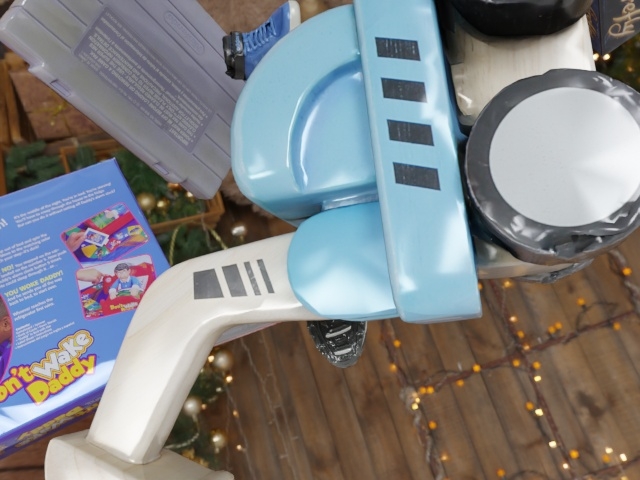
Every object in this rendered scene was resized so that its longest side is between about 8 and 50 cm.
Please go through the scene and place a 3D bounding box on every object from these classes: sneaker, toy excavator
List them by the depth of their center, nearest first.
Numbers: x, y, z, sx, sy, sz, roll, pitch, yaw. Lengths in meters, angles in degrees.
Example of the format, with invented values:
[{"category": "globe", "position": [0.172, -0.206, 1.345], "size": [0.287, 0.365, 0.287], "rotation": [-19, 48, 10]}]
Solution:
[{"category": "toy excavator", "position": [0.000, 0.000, 0.460], "size": [0.445, 0.433, 0.222], "rotation": [-8, 170, 16]}, {"category": "sneaker", "position": [-0.083, -0.256, 0.766], "size": [0.084, 0.058, 0.152], "rotation": [2, 162, -20]}, {"category": "sneaker", "position": [0.026, 0.097, 0.996], "size": [0.100, 0.272, 0.108], "rotation": [-19, 137, 6]}]

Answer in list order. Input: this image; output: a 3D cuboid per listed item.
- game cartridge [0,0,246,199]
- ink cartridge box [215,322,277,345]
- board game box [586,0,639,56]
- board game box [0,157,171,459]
[{"category": "game cartridge", "position": [-0.234, -0.241, 0.823], "size": [0.068, 0.230, 0.355], "rotation": [14, 159, 46]}, {"category": "ink cartridge box", "position": [-0.204, 0.118, 0.779], "size": [0.296, 0.066, 0.261], "rotation": [-17, -155, -21]}, {"category": "board game box", "position": [0.318, -0.301, 0.542], "size": [0.165, 0.042, 0.243], "rotation": [-34, 149, 13]}, {"category": "board game box", "position": [-0.320, 0.084, 0.582], "size": [0.347, 0.233, 0.078], "rotation": [-24, 162, -22]}]
